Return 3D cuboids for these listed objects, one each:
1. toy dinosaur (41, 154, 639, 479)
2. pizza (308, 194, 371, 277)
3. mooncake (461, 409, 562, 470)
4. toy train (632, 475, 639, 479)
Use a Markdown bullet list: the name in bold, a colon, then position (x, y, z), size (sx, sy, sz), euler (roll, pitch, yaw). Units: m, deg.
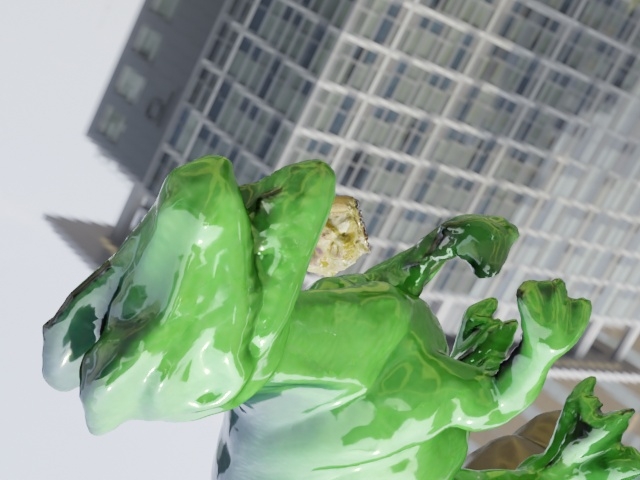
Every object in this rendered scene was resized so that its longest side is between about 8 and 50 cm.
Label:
- **toy dinosaur**: position (-0.037, 0.159, 0.622), size (0.374, 0.500, 0.144), euler (-1, -134, -47)
- **pizza**: position (0.000, 0.000, 1.406), size (0.099, 0.160, 0.036), euler (45, -129, -16)
- **mooncake**: position (0.341, 0.431, 1.522), size (0.467, 0.262, 0.467), euler (25, -156, -12)
- **toy train**: position (0.351, 0.254, 1.224), size (0.118, 0.074, 0.176), euler (11, 174, -7)
